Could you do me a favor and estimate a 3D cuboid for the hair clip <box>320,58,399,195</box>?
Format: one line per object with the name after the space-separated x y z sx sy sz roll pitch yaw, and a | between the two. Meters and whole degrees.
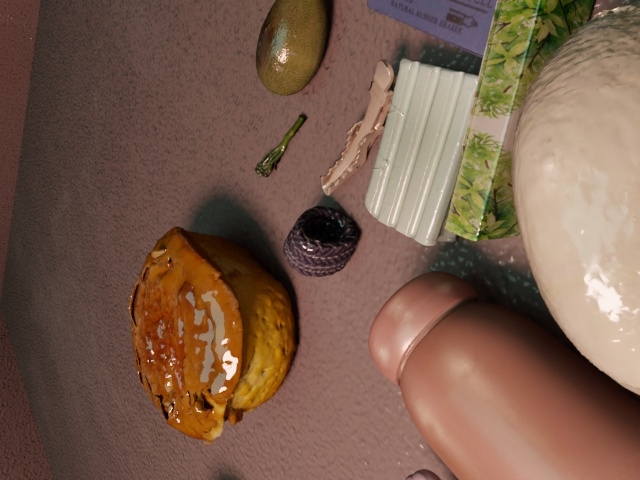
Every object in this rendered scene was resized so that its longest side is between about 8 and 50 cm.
0.064 -0.147 0.723 0.034 0.072 0.226 57 140 27 | hair clip

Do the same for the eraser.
0.137 -0.292 0.630 0.225 0.036 0.081 43 126 35 | eraser

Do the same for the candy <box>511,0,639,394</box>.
0.257 -0.029 0.355 0.185 0.296 0.295 -33 69 59 | candy

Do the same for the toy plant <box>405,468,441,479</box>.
0.179 0.370 0.584 0.233 0.113 0.243 35 146 48 | toy plant

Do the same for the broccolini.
-0.069 -0.156 0.873 0.140 0.035 0.030 -47 65 38 | broccolini

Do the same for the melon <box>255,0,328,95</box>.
-0.041 -0.296 0.781 0.099 0.099 0.162 43 123 36 | melon

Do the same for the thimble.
-0.002 0.000 0.765 0.095 0.104 0.066 54 137 34 | thimble

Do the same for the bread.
-0.195 0.152 0.927 0.358 0.204 0.336 43 126 40 | bread

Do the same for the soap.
0.132 -0.107 0.635 0.119 0.067 0.197 33 118 42 | soap

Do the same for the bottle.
0.181 0.173 0.549 0.297 0.173 0.206 43 157 35 | bottle

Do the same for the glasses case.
0.197 -0.137 0.540 0.062 0.095 0.272 29 115 47 | glasses case
